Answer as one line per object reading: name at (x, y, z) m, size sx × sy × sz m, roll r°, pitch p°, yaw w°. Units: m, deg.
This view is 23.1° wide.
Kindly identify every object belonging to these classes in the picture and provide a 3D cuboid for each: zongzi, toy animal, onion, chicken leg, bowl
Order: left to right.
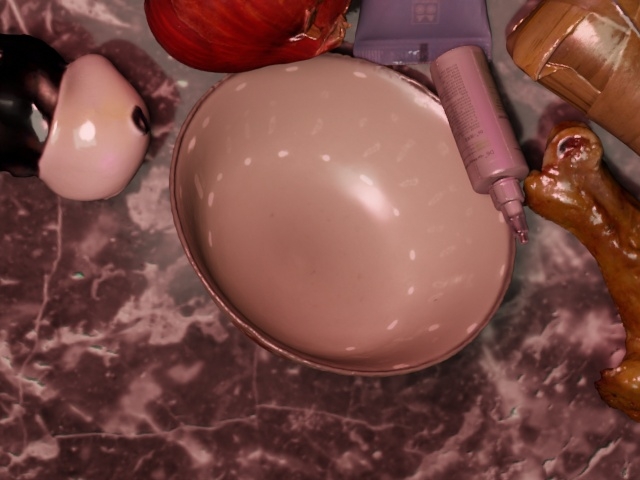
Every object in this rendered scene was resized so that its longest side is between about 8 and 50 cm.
toy animal at (-0.258, -0.108, 1.542) m, size 0.179 × 0.138 × 0.166 m, roll 15°, pitch 126°, yaw -6°
onion at (-0.048, -0.245, 1.417) m, size 0.248 × 0.248 × 0.161 m, roll -22°, pitch 111°, yaw 11°
bowl at (0.000, 0.000, 1.494) m, size 0.337 × 0.337 × 0.157 m, roll 33°, pitch 146°, yaw -3°
chicken leg at (0.326, 0.063, 1.517) m, size 0.361 × 0.140 × 0.211 m, roll 33°, pitch 84°, yaw -3°
zongzi at (0.333, -0.208, 1.469) m, size 0.228 × 0.115 × 0.256 m, roll 35°, pitch 94°, yaw -10°

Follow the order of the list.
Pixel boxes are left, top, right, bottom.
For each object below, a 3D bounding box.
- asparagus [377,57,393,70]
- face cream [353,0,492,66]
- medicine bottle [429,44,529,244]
asparagus at (0.087, -0.129, 1.553) m, size 0.015 × 0.014 × 0.114 m, roll -23°, pitch 103°, yaw 29°
face cream at (0.096, -0.349, 1.459) m, size 0.135 × 0.086 × 0.385 m, roll -2°, pitch 113°, yaw 0°
medicine bottle at (0.160, -0.086, 1.476) m, size 0.057 × 0.057 × 0.199 m, roll -22°, pitch 69°, yaw 11°
